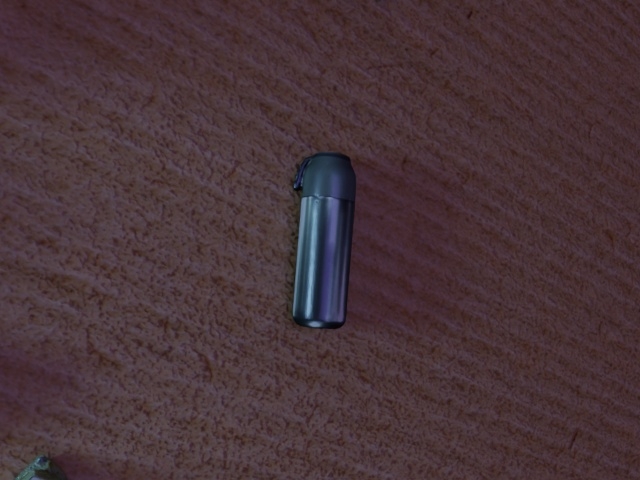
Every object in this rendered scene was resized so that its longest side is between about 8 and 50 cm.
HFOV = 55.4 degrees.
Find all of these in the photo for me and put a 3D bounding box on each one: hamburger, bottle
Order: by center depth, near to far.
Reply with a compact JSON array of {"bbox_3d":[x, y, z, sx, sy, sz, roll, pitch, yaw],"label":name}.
[{"bbox_3d":[-0.346,0.331,0.723,0.121,0.054,0.084,-46,110,-17],"label":"hamburger"},{"bbox_3d":[0.000,0.000,0.892,0.095,0.079,0.254,4,86,14],"label":"bottle"}]
